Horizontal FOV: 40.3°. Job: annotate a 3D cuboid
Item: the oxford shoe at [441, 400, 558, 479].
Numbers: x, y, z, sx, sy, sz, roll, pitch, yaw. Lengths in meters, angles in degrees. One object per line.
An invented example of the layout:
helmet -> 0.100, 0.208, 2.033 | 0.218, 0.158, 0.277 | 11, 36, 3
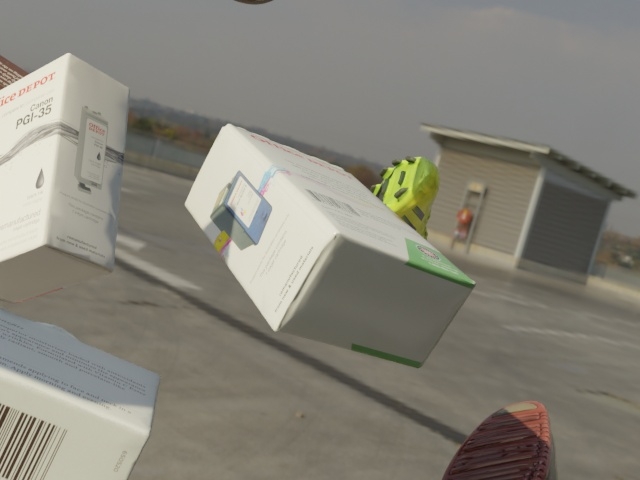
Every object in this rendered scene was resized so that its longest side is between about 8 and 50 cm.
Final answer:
oxford shoe -> 0.199, 0.321, 0.924 | 0.123, 0.348, 0.130 | -20, -65, 35

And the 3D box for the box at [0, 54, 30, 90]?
box -> -0.582, -0.148, 1.365 | 0.191, 0.143, 0.381 | 33, 35, 7

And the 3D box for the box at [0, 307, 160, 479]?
box -> -0.238, 0.159, 0.639 | 0.181, 0.182, 0.119 | 25, 8, -11

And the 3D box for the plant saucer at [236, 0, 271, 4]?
plant saucer -> -0.145, -0.496, 1.640 | 0.168, 0.029, 0.168 | 13, 47, -14

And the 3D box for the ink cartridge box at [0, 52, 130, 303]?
ink cartridge box -> -0.375, -0.079, 1.172 | 0.207, 0.283, 0.117 | -17, -29, 32

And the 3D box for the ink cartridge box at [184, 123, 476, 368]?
ink cartridge box -> 0.000, 0.000, 0.729 | 0.154, 0.093, 0.212 | 19, 19, -37

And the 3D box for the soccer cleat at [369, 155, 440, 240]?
soccer cleat -> 0.114, -0.022, 1.225 | 0.121, 0.093, 0.289 | 24, -33, -8
